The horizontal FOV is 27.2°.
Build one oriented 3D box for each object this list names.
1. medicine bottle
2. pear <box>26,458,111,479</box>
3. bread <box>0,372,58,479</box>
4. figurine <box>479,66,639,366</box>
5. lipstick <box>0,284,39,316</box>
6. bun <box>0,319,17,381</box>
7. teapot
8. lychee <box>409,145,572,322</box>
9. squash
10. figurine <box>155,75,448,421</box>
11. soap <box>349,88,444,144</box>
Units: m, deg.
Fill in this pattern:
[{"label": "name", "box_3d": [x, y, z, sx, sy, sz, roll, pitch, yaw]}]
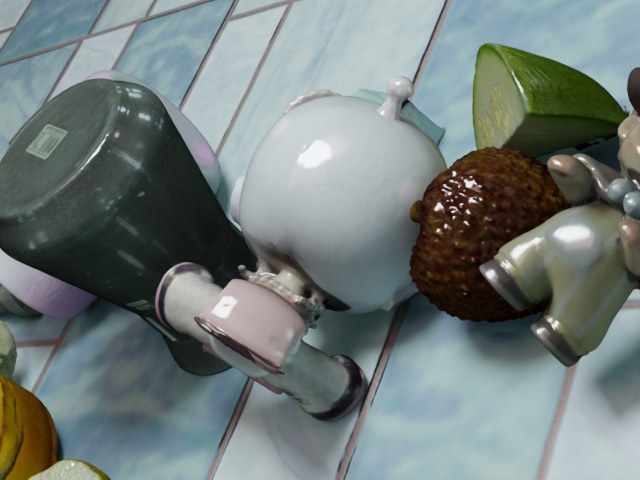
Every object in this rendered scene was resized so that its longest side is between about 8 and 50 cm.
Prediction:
[{"label": "medicine bottle", "box_3d": [-0.316, -0.060, 1.852, 0.302, 0.241, 0.241, -45, 33, 16]}, {"label": "pear", "box_3d": [-0.287, 0.331, 1.540, 0.141, 0.104, 0.141, -8, 60, 15]}, {"label": "bread", "box_3d": [-0.437, 0.290, 1.692, 0.195, 0.142, 0.269, -27, 41, 8]}, {"label": "figurine", "box_3d": [0.332, -0.045, 1.203, 0.381, 0.203, 0.248, -39, 60, 4]}, {"label": "lipstick", "box_3d": [-0.495, 0.089, 2.042, 0.186, 0.063, 0.057, -9, 45, 47]}, {"label": "bun", "box_3d": [-0.530, 0.198, 1.832, 0.237, 0.210, 0.116, -29, 35, -3]}, {"label": "teapot", "box_3d": [-0.230, -0.005, 1.618, 0.300, 0.344, 0.253, -6, 48, 42]}, {"label": "lychee", "box_3d": [0.178, -0.004, 1.353, 0.194, 0.194, 0.194, -27, 38, 23]}, {"label": "squash", "box_3d": [0.189, -0.145, 1.391, 0.203, 0.289, 0.111, -17, 83, 34]}, {"label": "figurine", "box_3d": [0.008, 0.006, 1.461, 0.361, 0.253, 0.211, -56, 6, -19]}, {"label": "soap", "box_3d": [0.033, -0.092, 1.666, 0.230, 0.091, 0.145, -51, 35, -9]}]
